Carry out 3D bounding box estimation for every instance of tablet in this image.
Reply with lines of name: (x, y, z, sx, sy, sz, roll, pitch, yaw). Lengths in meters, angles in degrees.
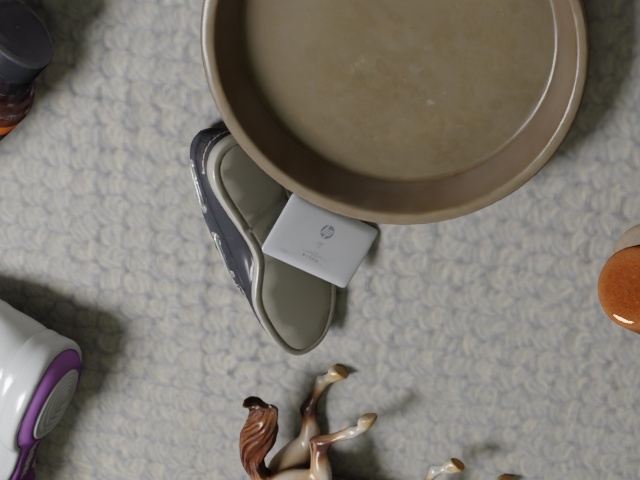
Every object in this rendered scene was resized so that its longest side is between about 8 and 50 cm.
tablet: (0.000, 0.000, 1.330, 0.083, 0.006, 0.054, 25, 101, -31)

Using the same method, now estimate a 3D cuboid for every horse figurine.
horse figurine: (0.031, 0.215, 1.452, 0.263, 0.066, 0.174, 32, 118, -8)

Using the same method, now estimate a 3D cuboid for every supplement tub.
supplement tub: (-0.290, -0.105, 1.316, 0.106, 0.106, 0.198, 45, 122, -14)

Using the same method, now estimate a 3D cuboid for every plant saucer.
plant saucer: (0.053, -0.141, 1.230, 0.278, 0.041, 0.278, 5, 119, 8)

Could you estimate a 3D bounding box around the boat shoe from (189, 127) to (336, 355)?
boat shoe: (-0.047, -0.002, 1.354, 0.065, 0.075, 0.206, 28, 147, 52)

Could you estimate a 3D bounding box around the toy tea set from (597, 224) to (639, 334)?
toy tea set: (0.359, -0.003, 1.202, 0.336, 0.124, 0.200, 4, 89, 34)

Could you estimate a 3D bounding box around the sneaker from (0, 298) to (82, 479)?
sneaker: (-0.315, 0.165, 1.505, 0.152, 0.114, 0.305, 35, 120, 9)
